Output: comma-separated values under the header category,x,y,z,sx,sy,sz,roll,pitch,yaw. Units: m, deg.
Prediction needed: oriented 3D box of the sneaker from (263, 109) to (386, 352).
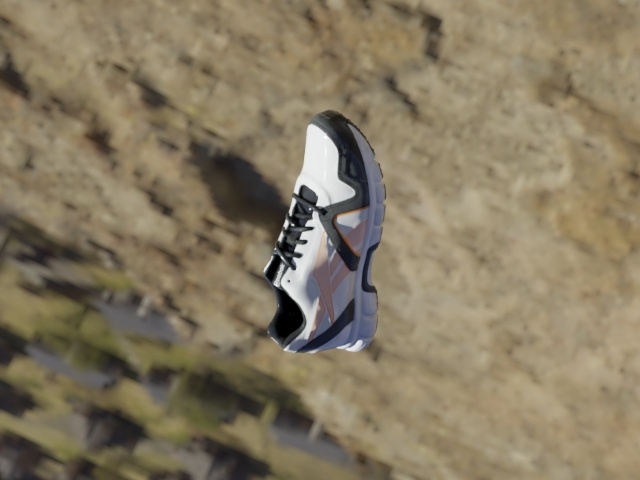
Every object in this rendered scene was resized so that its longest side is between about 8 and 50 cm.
category,x,y,z,sx,sy,sz,roll,pitch,yaw
sneaker,0.000,0.000,0.773,0.044,0.109,0.040,-11,-156,-25
